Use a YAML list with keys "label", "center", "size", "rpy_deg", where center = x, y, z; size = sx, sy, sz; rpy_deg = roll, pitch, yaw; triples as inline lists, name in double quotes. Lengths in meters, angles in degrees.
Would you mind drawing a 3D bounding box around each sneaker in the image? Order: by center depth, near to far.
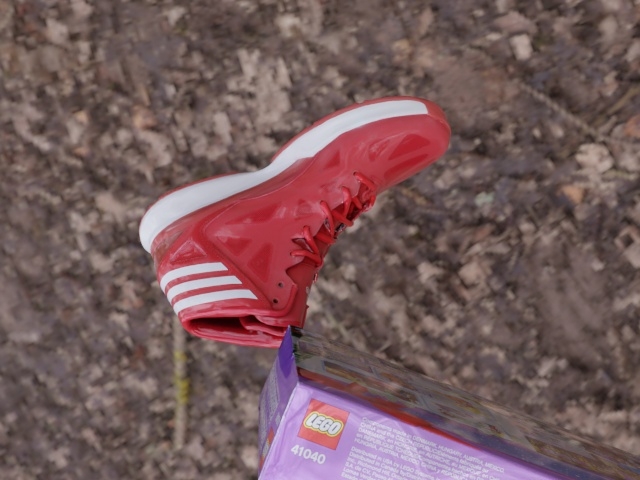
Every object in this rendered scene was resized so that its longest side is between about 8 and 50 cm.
- label: "sneaker"
  center: [0.000, 0.000, 0.842]
  size: [0.221, 0.087, 0.128]
  rpy_deg: [-26, 56, 4]

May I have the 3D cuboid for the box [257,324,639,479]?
- label: "box"
  center: [0.109, 0.134, 0.697]
  size: [0.293, 0.201, 0.057]
  rpy_deg: [21, 92, -3]
